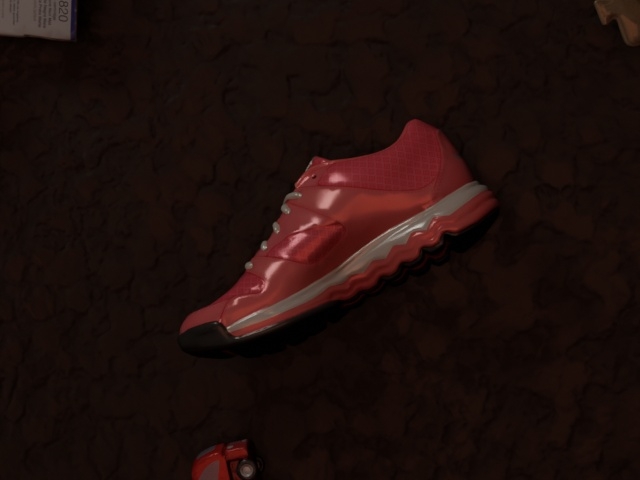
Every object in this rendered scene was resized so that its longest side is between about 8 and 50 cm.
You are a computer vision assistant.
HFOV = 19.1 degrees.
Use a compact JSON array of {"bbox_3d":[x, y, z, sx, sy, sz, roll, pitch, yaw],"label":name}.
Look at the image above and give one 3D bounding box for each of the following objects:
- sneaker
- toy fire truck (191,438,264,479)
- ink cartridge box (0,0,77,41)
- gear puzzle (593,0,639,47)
[{"bbox_3d":[0.000,0.000,1.726,0.313,0.116,0.136,-28,78,-1],"label":"sneaker"},{"bbox_3d":[-0.104,0.289,1.756,0.135,0.047,0.192,-13,89,7],"label":"toy fire truck"},{"bbox_3d":[-0.318,-0.301,1.739,0.224,0.045,0.223,8,109,10],"label":"ink cartridge box"},{"bbox_3d":[0.281,-0.349,1.714,0.175,0.044,0.339,-21,89,-1],"label":"gear puzzle"}]
